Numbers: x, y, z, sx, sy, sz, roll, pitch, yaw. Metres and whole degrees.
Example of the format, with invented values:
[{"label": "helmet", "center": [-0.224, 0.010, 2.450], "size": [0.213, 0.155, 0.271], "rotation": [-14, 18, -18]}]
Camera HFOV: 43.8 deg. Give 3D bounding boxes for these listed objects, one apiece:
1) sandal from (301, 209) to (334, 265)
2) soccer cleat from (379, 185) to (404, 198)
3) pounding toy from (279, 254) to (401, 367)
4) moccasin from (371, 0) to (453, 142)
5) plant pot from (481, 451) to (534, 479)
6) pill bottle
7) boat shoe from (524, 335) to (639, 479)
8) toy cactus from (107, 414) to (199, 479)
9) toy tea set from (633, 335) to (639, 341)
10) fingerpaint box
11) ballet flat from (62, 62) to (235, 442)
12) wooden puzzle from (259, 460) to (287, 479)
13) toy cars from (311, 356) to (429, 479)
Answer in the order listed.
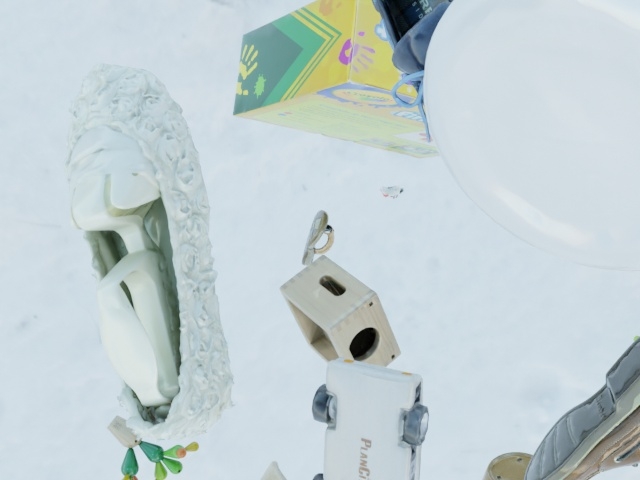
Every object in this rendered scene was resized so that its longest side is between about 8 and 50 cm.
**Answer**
[{"label": "sandal", "center": [0.000, 0.000, 1.461], "size": [0.049, 0.180, 0.072], "rotation": [17, 65, -1]}, {"label": "soccer cleat", "center": [0.169, -0.118, 1.878], "size": [0.035, 0.083, 0.029], "rotation": [-33, 69, 26]}, {"label": "pounding toy", "center": [0.059, 0.147, 1.101], "size": [0.094, 0.206, 0.181], "rotation": [-37, 40, -16]}, {"label": "moccasin", "center": [0.123, -0.208, 0.884], "size": [0.138, 0.116, 0.342], "rotation": [-45, 57, 27]}, {"label": "plant pot", "center": [0.390, 0.554, 1.552], "size": [0.237, 0.237, 0.254], "rotation": [-11, 113, -9]}, {"label": "pill bottle", "center": [0.185, -0.127, 0.413], "size": [0.162, 0.162, 0.278], "rotation": [40, 57, 3]}, {"label": "boat shoe", "center": [0.397, 0.264, 1.069], "size": [0.104, 0.307, 0.111], "rotation": [31, 32, -3]}, {"label": "toy cactus", "center": [-0.367, 0.436, 1.657], "size": [0.180, 0.112, 0.219], "rotation": [38, 85, -3]}, {"label": "toy tea set", "center": [0.765, 0.268, 1.856], "size": [0.124, 0.336, 0.200], "rotation": [11, 88, 19]}, {"label": "fingerpaint box", "center": [0.133, -0.272, 1.377], "size": [0.444, 0.371, 0.163], "rotation": [8, 86, -32]}, {"label": "ballet flat", "center": [-0.181, 0.011, 0.802], "size": [0.146, 0.147, 0.409], "rotation": [-15, 91, -10]}, {"label": "wooden puzzle", "center": [-0.101, 0.672, 1.578], "size": [0.348, 0.080, 0.322], "rotation": [48, 116, 40]}, {"label": "toy cars", "center": [0.112, 0.273, 0.723], "size": [0.176, 0.087, 0.394], "rotation": [-36, 89, 29]}]
